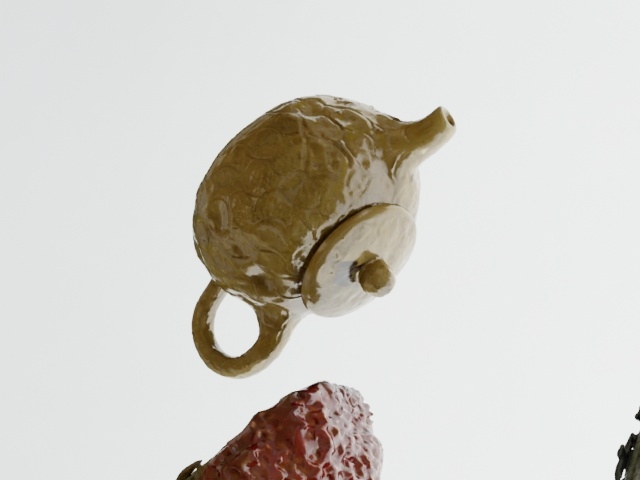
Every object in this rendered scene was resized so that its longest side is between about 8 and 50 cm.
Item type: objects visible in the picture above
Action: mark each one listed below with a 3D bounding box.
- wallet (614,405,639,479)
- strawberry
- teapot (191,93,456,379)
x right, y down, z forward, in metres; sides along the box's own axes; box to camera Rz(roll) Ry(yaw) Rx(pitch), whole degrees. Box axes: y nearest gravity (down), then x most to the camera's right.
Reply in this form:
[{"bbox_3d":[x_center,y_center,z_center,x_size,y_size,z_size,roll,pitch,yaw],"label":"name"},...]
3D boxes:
[{"bbox_3d":[0.213,0.098,0.719,0.167,0.036,0.222,-8,-128,49],"label":"wallet"},{"bbox_3d":[-0.018,0.190,1.197,0.107,0.236,0.175,51,-34,14],"label":"strawberry"},{"bbox_3d":[0.000,0.000,1.329,0.311,0.203,0.167,-51,-123,13],"label":"teapot"}]
